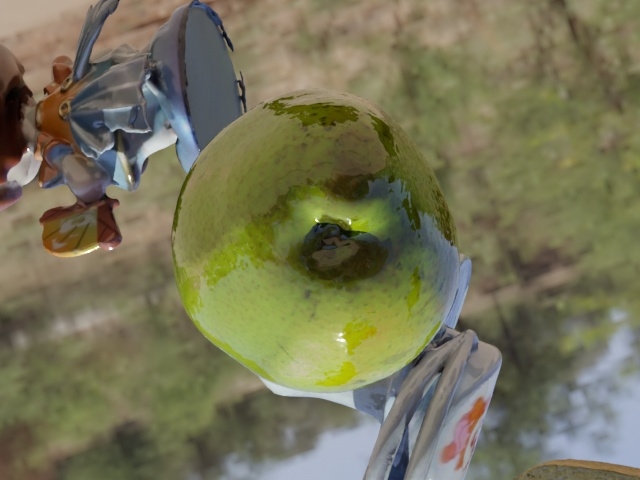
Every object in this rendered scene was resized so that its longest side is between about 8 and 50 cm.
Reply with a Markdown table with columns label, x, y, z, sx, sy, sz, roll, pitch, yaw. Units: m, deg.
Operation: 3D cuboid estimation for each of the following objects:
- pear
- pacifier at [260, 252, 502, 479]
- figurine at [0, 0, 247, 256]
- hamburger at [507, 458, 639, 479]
| label | x | y | z | sx | sy | sz | roll | pitch | yaw |
| --- | --- | --- | --- | --- | --- | --- | --- | --- | --- |
| pear | 0.000 | 0.000 | 1.181 | 0.187 | 0.187 | 0.219 | -19 | 174 | -19 |
| pacifier | 0.039 | 0.138 | 1.824 | 0.233 | 0.299 | 0.244 | 22 | -153 | 16 |
| figurine | -0.290 | -0.120 | 1.850 | 0.388 | 0.277 | 0.248 | -7 | 143 | 15 |
| hamburger | 0.337 | 0.310 | 2.031 | 0.283 | 0.144 | 0.156 | 6 | 175 | 21 |
